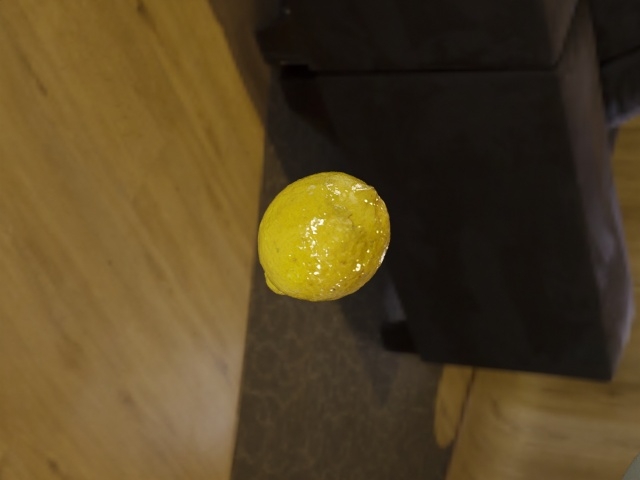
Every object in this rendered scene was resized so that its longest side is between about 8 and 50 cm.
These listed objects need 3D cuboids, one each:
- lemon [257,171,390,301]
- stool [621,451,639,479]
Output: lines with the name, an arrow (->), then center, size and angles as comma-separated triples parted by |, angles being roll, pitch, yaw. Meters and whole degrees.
lemon -> 0.000, 0.000, 0.557 | 0.062, 0.083, 0.062 | 29, 35, -22
stool -> 0.572, 0.434, 1.494 | 0.297, 0.330, 0.297 | -161, -90, -89
